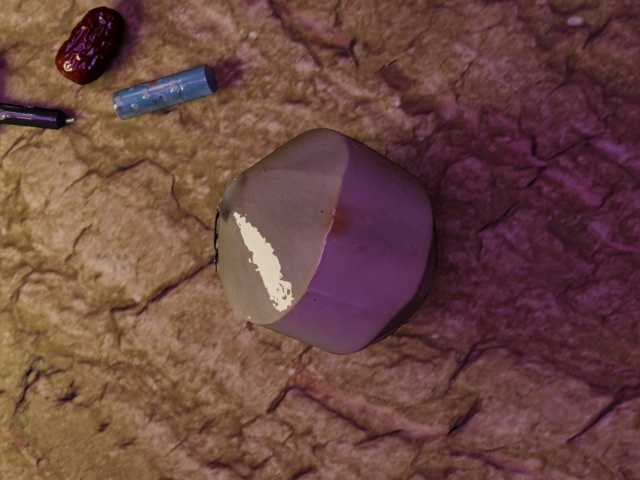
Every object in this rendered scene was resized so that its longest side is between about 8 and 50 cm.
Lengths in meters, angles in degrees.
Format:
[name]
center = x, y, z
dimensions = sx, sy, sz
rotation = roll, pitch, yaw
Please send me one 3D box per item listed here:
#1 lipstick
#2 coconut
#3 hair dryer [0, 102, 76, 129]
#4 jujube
[lipstick]
center = -0.241, -0.227, 1.864
dimensions = 0.158, 0.048, 0.048
rotation = -14, 92, 14
[coconut]
center = 0.000, 0.000, 1.684
dimensions = 0.323, 0.323, 0.323
rotation = 1, 95, 12
[hair dryer]
center = -0.492, -0.211, 1.917
dimensions = 0.219, 0.071, 0.124
rotation = 9, 97, 5
[jujube]
center = -0.353, -0.302, 1.873
dimensions = 0.077, 0.077, 0.129
rotation = 34, 90, 8
